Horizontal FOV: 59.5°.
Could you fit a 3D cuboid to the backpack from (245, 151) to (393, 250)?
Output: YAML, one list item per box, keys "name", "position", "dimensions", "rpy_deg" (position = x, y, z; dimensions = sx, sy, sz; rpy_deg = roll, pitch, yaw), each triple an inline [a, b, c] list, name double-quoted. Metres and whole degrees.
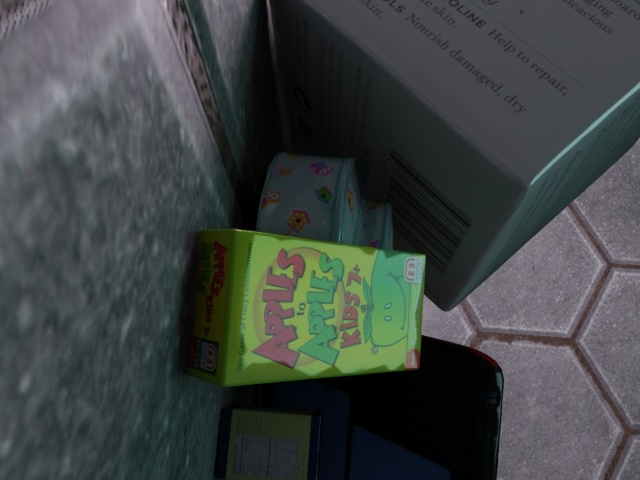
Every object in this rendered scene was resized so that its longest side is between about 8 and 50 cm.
- name: "backpack"
  position: [-0.002, 0.012, 0.538]
  dimensions: [0.166, 0.144, 0.188]
  rpy_deg: [-75, 164, -48]

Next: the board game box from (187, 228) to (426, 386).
- name: "board game box"
  position: [0.001, 0.047, 0.396]
  dimensions: [0.043, 0.181, 0.092]
  rpy_deg: [1, -95, 48]

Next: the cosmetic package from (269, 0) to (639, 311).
- name: "cosmetic package"
  position: [0.198, -0.194, 0.664]
  dimensions: [0.394, 0.327, 0.329]
  rpy_deg: [-38, 160, -17]

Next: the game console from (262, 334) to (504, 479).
- name: "game console"
  position: [0.034, 0.276, 0.602]
  dimensions: [0.342, 0.060, 0.386]
  rpy_deg: [6, -87, 57]

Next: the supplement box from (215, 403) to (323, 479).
- name: "supplement box"
  position: [-0.041, 0.178, 0.495]
  dimensions: [0.083, 0.083, 0.056]
  rpy_deg: [84, 10, -76]
